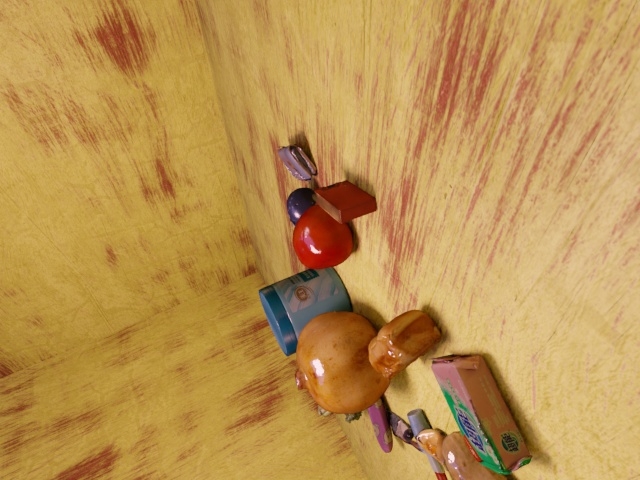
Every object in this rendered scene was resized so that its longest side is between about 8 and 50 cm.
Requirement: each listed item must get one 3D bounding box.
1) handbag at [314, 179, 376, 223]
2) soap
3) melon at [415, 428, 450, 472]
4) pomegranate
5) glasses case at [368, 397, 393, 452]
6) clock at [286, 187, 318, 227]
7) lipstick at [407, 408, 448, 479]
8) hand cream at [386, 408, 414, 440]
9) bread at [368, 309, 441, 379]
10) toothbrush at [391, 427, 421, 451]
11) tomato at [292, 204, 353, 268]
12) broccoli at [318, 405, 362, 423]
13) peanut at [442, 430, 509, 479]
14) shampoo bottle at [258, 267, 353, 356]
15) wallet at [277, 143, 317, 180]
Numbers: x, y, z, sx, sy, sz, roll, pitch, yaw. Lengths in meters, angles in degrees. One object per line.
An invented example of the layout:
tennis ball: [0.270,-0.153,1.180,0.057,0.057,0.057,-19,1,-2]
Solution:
handbag: [0.073,-0.126,1.299,0.190,0.127,0.063,44,150,53]
soap: [0.394,0.419,1.045,0.218,0.097,0.274,111,137,-75]
melon: [0.413,0.720,1.420,0.128,0.079,0.160,54,164,-17]
pomegranate: [0.074,0.471,1.619,0.417,0.416,0.417,57,160,33]
glasses case: [0.271,0.815,1.908,0.123,0.075,0.317,-17,-90,-79]
clock: [-0.067,-0.124,1.724,0.243,0.146,0.200,110,140,-77]
lipstick: [0.398,0.760,1.507,0.274,0.068,0.061,67,163,8]
hand cream: [0.346,0.805,1.792,0.248,0.051,0.076,144,129,-80]
bread: [0.244,0.320,1.259,0.132,0.166,0.294,60,162,25]
toothbrush: [0.378,0.870,1.796,0.031,0.023,0.321,64,164,3]
tomato: [-0.002,-0.004,1.542,0.259,0.180,0.260,24,129,34]
broccoli: [0.117,0.856,2.270,0.288,0.235,0.260,60,138,37]
peanut: [0.450,0.665,1.132,0.290,0.130,0.130,51,157,46]
shampoo bottle: [-0.066,0.314,1.915,0.331,0.342,0.331,57,160,34]
wallet: [-0.095,-0.320,1.681,0.170,0.069,0.231,54,171,-18]
